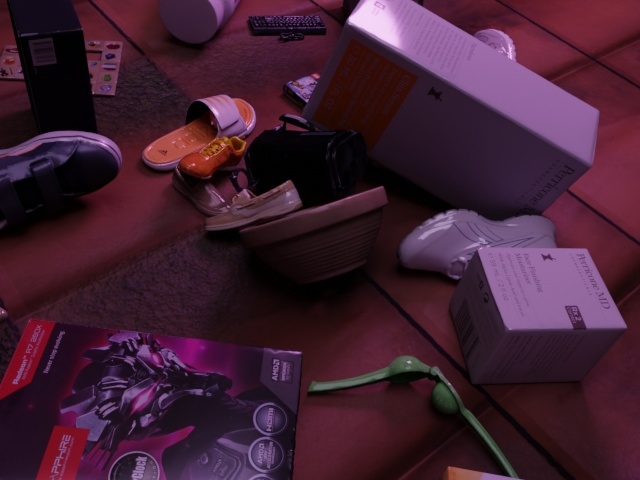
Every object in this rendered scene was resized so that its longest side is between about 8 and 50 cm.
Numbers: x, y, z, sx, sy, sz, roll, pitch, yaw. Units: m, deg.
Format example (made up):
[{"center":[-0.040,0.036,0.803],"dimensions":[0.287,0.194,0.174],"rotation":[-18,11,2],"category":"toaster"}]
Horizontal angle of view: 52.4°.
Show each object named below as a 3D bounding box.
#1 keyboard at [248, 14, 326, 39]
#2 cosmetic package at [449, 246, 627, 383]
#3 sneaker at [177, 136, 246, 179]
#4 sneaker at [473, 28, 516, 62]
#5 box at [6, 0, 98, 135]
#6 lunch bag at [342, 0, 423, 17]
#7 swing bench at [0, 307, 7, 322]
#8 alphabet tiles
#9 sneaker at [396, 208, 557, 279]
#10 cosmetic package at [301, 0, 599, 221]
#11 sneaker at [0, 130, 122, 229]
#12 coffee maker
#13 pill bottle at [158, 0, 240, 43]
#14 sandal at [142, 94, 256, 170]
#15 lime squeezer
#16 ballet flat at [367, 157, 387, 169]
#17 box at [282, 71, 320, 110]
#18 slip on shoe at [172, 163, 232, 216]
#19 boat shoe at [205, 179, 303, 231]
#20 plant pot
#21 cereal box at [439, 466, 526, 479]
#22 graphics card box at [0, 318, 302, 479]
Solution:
[{"center":[-0.077,-0.518,1.571],"dimensions":[0.180,0.023,0.108],"rotation":[-6,50,-15],"category":"keyboard"},{"center":[0.315,0.113,0.975],"dimensions":[0.183,0.151,0.151],"rotation":[0,49,-11],"category":"cosmetic package"},{"center":[-0.193,-0.151,1.145],"dimensions":[0.064,0.067,0.175],"rotation":[29,27,10],"category":"sneaker"},{"center":[0.382,-0.392,1.484],"dimensions":[0.115,0.105,0.281],"rotation":[1,48,-10],"category":"sneaker"},{"center":[-0.461,-0.291,1.127],"dimensions":[0.103,0.261,0.184],"rotation":[-16,53,-24],"category":"box"},{"center":[0.161,-0.628,1.537],"dimensions":[0.169,0.287,0.235],"rotation":[-1,47,-11],"category":"lunch bag"},{"center":[-0.595,0.093,0.809],"dimensions":[0.254,0.165,0.253],"rotation":[11,43,33],"category":"swing bench"},{"center":[-0.542,-0.365,1.354],"dimensions":[0.237,0.009,0.198],"rotation":[0,48,-10],"category":"alphabet tiles"},{"center":[0.274,0.025,1.085],"dimensions":[0.297,0.111,0.129],"rotation":[-2,54,-11],"category":"sneaker"},{"center":[0.221,-0.219,1.143],"dimensions":[0.453,0.230,0.161],"rotation":[29,50,-2],"category":"cosmetic package"},{"center":[-0.478,-0.083,1.030],"dimensions":[0.321,0.126,0.127],"rotation":[-9,45,-5],"category":"sneaker"},{"center":[-0.031,-0.127,1.126],"dimensions":[0.178,0.120,0.171],"rotation":[8,55,36],"category":"coffee maker"},{"center":[-0.261,-0.585,1.504],"dimensions":[0.160,0.160,0.283],"rotation":[13,47,1],"category":"pill bottle"},{"center":[-0.221,-0.219,1.232],"dimensions":[0.102,0.076,0.265],"rotation":[35,51,20],"category":"sandal"},{"center":[0.146,0.224,0.908],"dimensions":[0.310,0.059,0.110],"rotation":[23,48,10],"category":"lime squeezer"},{"center":[0.153,-0.175,1.269],"dimensions":[0.206,0.073,0.067],"rotation":[-20,63,-23],"category":"ballet flat"},{"center":[-0.002,-0.302,1.383],"dimensions":[0.094,0.027,0.137],"rotation":[-28,58,-32],"category":"box"},{"center":[-0.207,-0.088,1.138],"dimensions":[0.135,0.041,0.051],"rotation":[38,52,23],"category":"slip on shoe"},{"center":[-0.116,-0.058,1.079],"dimensions":[0.170,0.059,0.063],"rotation":[-15,5,7],"category":"boat shoe"},{"center":[0.000,0.000,1.018],"dimensions":[0.237,0.237,0.110],"rotation":[-18,94,-25],"category":"plant pot"},{"center":[0.266,0.383,0.790],"dimensions":[0.240,0.047,0.173],"rotation":[10,47,-2],"category":"cereal box"},{"center":[-0.214,0.234,0.808],"dimensions":[0.371,0.094,0.233],"rotation":[9,47,-4],"category":"graphics card box"}]
